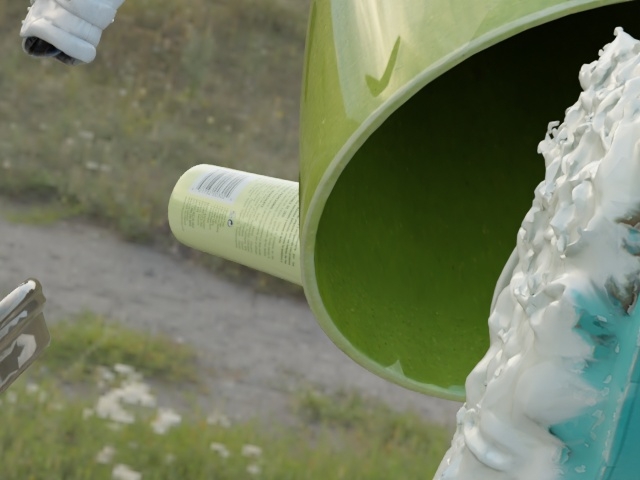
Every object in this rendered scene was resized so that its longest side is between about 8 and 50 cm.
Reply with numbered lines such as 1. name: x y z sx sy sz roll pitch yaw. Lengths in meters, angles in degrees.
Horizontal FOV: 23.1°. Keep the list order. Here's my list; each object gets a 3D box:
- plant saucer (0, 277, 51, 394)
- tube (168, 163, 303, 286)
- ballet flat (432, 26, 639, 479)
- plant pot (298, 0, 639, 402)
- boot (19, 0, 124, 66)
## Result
1. plant saucer: -0.258 0.133 0.936 0.041 0.278 0.278 45 13 -4
2. tube: 0.000 0.000 1.042 0.240 0.070 0.062 14 26 40
3. ballet flat: 0.086 0.112 0.547 0.147 0.408 0.147 16 20 -6
4. plant pot: 0.104 -0.115 0.781 0.275 0.274 0.293 7 47 -21
5. boot: -0.276 -0.247 1.578 0.095 0.123 0.258 26 -1 -31
